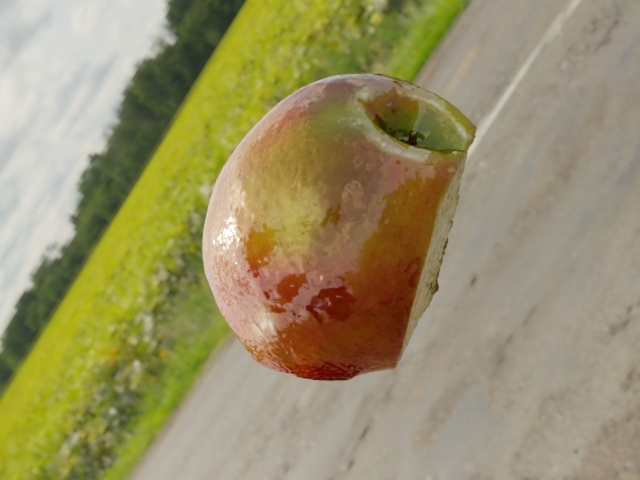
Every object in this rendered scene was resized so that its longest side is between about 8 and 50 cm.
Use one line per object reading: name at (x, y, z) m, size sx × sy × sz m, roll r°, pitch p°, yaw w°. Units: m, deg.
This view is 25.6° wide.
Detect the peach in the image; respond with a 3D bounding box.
peach at (0.000, 0.000, 1.664) m, size 0.242 × 0.306 × 0.380 m, roll -47°, pitch -21°, yaw -49°
